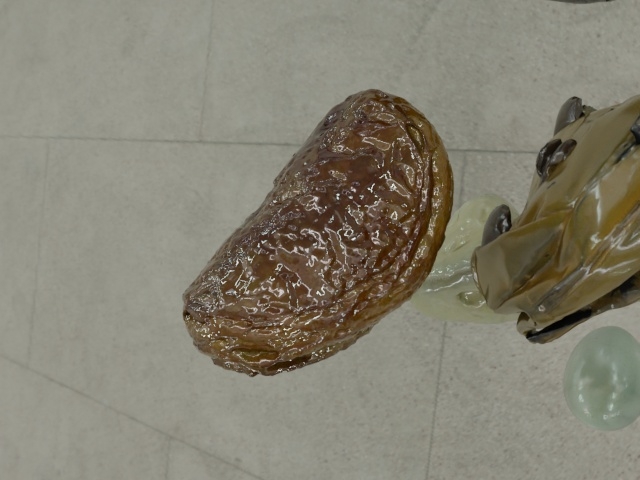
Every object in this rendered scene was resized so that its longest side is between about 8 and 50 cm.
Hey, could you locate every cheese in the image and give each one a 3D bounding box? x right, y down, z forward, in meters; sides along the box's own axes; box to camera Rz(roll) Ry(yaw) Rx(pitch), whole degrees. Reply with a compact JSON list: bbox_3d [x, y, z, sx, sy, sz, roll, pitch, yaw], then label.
[{"bbox_3d":[0.281,0.045,1.160,0.248,0.173,0.251,-28,34,30],"label":"cheese"}]

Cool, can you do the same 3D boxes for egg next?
[{"bbox_3d":[0.550,0.262,1.197,0.151,0.151,0.209,4,56,37],"label":"egg"}]

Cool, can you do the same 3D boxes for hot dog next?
[{"bbox_3d":[0.000,0.000,0.762,0.387,0.174,0.267,-52,28,-10],"label":"hot dog"}]

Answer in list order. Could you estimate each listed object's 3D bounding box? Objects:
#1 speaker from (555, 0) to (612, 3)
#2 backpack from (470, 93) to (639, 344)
[{"bbox_3d":[0.198,-0.380,0.714,0.388,0.184,0.180,11,115,6],"label":"speaker"},{"bbox_3d":[0.351,-0.045,0.801,0.201,0.353,0.378,38,157,5],"label":"backpack"}]
